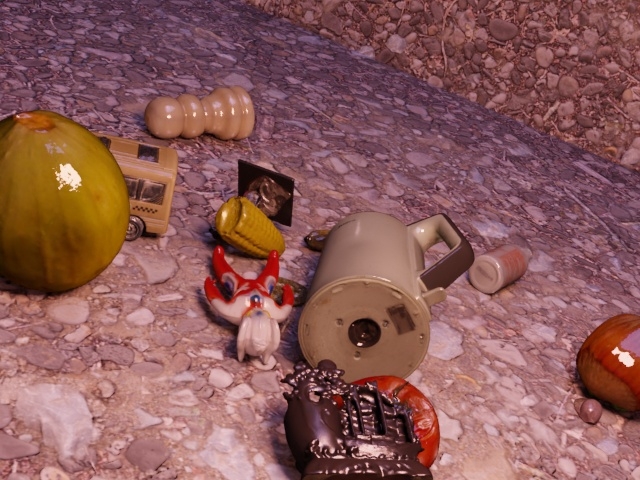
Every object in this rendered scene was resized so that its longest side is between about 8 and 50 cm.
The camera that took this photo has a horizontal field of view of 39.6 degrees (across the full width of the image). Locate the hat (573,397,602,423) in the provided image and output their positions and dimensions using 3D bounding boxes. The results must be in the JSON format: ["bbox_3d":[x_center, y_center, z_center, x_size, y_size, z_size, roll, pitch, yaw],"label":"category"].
[{"bbox_3d":[0.575,0.351,1.894,0.058,0.042,0.087,22,27,6],"label":"hat"}]

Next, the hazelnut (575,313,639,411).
[{"bbox_3d":[0.655,0.257,1.912,0.186,0.210,0.210,-6,35,-29],"label":"hazelnut"}]

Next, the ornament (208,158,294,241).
[{"bbox_3d":[-0.177,-0.056,2.104,0.153,0.166,0.196,22,46,18],"label":"ornament"}]

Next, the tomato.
[{"bbox_3d":[0.124,0.321,1.615,0.227,0.101,0.228,15,30,-9],"label":"tomato"}]

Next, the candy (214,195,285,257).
[{"bbox_3d":[-0.147,-0.015,2.029,0.094,0.106,0.199,24,-9,45],"label":"candy"}]

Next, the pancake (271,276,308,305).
[{"bbox_3d":[-0.077,0.111,1.963,0.108,0.017,0.108,15,27,-8],"label":"pancake"}]

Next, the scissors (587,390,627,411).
[{"bbox_3d":[0.678,0.322,2.031,0.101,0.027,0.204,30,31,19],"label":"scissors"}]

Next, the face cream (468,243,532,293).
[{"bbox_3d":[0.486,0.060,2.317,0.101,0.101,0.251,34,31,27],"label":"face cream"}]

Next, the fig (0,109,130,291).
[{"bbox_3d":[-0.523,-0.086,1.699,0.343,0.343,0.343,14,27,-8],"label":"fig"}]

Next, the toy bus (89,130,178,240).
[{"bbox_3d":[-0.504,-0.141,1.968,0.365,0.202,0.177,10,29,-15],"label":"toy bus"}]

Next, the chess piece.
[{"bbox_3d":[-0.354,-0.351,2.529,0.299,0.167,0.167,-12,39,-34],"label":"chess piece"}]

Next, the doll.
[{"bbox_3d":[-0.144,0.121,1.821,0.188,0.099,0.384,3,28,-12],"label":"doll"}]

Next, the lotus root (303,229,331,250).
[{"bbox_3d":[0.000,0.000,2.182,0.099,0.049,0.054,-1,41,-34],"label":"lotus root"}]

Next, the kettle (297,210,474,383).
[{"bbox_3d":[0.143,0.081,1.832,0.250,0.361,0.377,57,17,-18],"label":"kettle"}]

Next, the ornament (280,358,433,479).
[{"bbox_3d":[0.055,0.317,1.493,0.251,0.106,0.260,6,42,-10],"label":"ornament"}]
